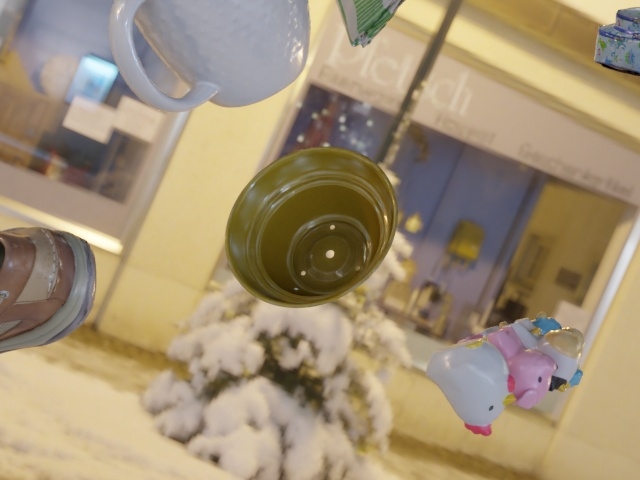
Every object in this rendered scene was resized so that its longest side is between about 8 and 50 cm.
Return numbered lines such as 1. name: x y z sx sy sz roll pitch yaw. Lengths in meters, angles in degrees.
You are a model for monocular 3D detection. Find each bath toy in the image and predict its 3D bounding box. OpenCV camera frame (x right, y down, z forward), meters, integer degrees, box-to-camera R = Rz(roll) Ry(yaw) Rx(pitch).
1. bath toy: 0.269 0.183 1.727 0.151 0.129 0.348 -17 -4 29

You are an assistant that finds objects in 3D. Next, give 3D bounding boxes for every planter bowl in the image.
1. planter bowl: 0.000 0.000 1.506 0.217 0.217 0.090 24 -16 28

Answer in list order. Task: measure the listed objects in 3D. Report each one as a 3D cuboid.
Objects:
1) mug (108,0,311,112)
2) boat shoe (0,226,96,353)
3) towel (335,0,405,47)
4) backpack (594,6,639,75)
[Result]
1. mug: -0.183 -0.354 1.893 0.276 0.374 0.328 3 -48 38
2. boat shoe: -0.349 0.065 1.085 0.116 0.324 0.123 26 41 -56
3. towel: 0.096 -0.484 1.946 0.038 0.247 0.325 -8 -19 -31
4. backpack: 0.426 -0.266 1.639 0.105 0.084 0.114 -14 22 -36
